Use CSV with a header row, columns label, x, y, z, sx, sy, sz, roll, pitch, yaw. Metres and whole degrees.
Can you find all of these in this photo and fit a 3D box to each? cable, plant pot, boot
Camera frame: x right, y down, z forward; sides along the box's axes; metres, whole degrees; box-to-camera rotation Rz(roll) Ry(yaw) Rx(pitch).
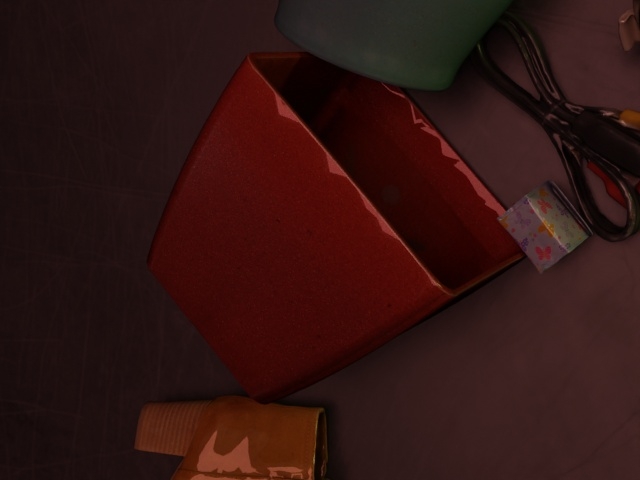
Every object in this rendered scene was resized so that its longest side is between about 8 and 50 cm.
label,x,y,z,sx,sy,sz,roll,pitch,yaw
cable,0.251,-0.108,1.207,0.287,0.072,0.139,40,118,25
plant pot,0.078,-0.286,1.146,0.271,0.271,0.255,27,111,14
plant pot,0.000,0.000,1.173,0.236,0.267,0.267,-45,79,24
boot,-0.093,0.307,1.273,0.211,0.104,0.295,4,88,17

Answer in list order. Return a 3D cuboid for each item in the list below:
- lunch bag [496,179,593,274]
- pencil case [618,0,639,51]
label,x,y,z,sx,sy,sz,roll,pitch,yaw
lunch bag,0.219,-0.018,1.187,0.053,0.083,0.071,-42,80,35
pencil case,0.458,-0.257,1.056,0.410,0.160,0.183,-36,38,9
